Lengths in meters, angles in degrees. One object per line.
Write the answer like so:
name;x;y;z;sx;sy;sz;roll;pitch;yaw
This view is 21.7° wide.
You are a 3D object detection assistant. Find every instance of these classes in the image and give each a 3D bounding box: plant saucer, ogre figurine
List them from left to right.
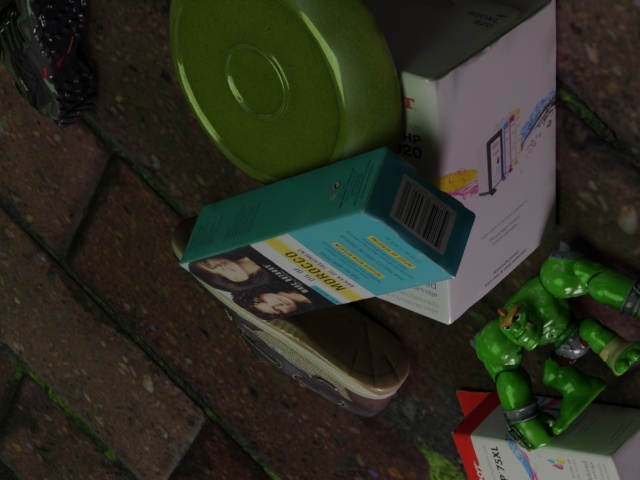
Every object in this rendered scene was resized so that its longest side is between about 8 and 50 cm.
plant saucer;-0.040;-0.131;1.306;0.241;0.037;0.241;28;135;32
ogre figurine;0.209;0.087;1.454;0.118;0.097;0.197;45;140;9

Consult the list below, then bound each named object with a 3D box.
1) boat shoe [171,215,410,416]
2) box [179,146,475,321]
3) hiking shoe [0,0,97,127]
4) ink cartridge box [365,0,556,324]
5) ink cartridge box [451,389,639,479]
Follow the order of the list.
boat shoe;-0.041;0.083;1.702;0.285;0.103;0.092;34;135;12
box;0.000;0.000;1.314;0.100;0.060;0.244;35;150;-27
hiking shoe;-0.303;-0.222;1.726;0.114;0.086;0.227;24;136;26
ink cartridge box;0.081;-0.088;1.380;0.171;0.168;0.232;21;133;34
ink cartridge box;0.215;0.222;1.574;0.231;0.078;0.134;2;121;45
